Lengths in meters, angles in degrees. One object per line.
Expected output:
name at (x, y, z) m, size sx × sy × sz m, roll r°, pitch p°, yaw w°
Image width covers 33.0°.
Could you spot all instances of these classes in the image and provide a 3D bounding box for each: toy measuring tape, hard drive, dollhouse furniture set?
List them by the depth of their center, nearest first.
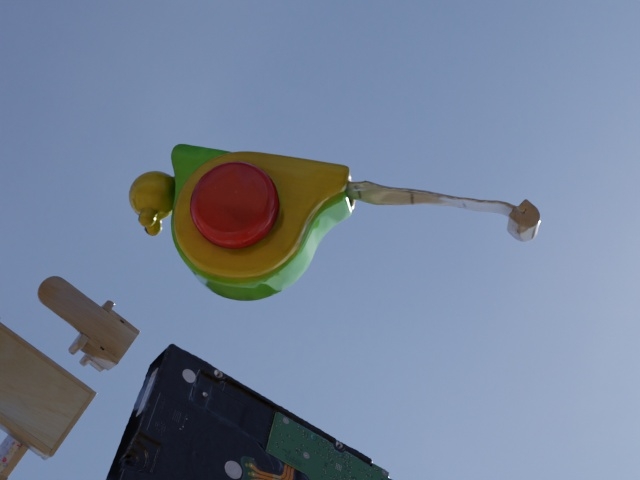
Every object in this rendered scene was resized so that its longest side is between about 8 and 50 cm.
toy measuring tape at (0.000, 0.000, 0.854) m, size 0.330 × 0.121 × 0.121 m, roll 10°, pitch -47°, yaw 11°
hard drive at (-0.070, 0.292, 1.207) m, size 0.339 × 0.236 × 0.064 m, roll 32°, pitch -50°, yaw -16°
dollhouse furniture set at (-0.456, 0.226, 1.547) m, size 0.174 × 0.303 × 0.355 m, roll 40°, pitch -30°, yaw -11°
